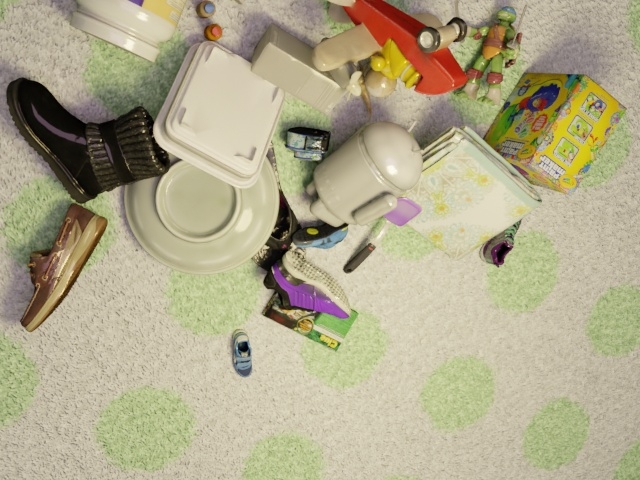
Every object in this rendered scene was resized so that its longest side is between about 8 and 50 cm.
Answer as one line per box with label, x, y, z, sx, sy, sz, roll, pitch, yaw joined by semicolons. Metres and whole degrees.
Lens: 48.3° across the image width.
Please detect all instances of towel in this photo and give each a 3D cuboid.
towel;0.386;-0.128;2.006;0.374;0.090;0.320;36;127;-26

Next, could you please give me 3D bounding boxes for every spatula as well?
spatula;0.163;-0.009;2.031;0.084;0.030;0.296;33;111;-23

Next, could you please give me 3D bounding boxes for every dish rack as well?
dish rack;-0.230;-0.324;1.763;0.285;0.072;0.333;27;62;-21

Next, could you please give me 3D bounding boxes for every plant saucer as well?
plant saucer;-0.304;-0.104;1.810;0.400;0.100;0.401;0;96;-3

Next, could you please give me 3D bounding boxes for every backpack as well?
backpack;-0.037;-0.258;1.906;0.114;0.105;0.084;10;104;4

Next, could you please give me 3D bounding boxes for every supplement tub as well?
supplement tub;-0.414;-0.602;1.627;0.241;0.241;0.331;21;96;-21

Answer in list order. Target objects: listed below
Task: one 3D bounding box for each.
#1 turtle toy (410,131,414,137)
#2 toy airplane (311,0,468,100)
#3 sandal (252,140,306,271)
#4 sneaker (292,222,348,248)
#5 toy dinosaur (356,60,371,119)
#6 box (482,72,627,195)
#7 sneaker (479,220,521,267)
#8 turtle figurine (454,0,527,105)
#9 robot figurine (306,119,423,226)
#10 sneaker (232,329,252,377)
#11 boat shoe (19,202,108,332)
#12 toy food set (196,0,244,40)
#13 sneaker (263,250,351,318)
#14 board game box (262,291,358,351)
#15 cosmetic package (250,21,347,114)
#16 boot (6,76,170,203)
turtle toy;0.221;-0.249;2.013;0.095;0.066;0.130;18;98;-21
toy airplane;0.156;-0.497;1.815;0.386;0.384;0.272;7;132;-10
sandal;-0.152;-0.092;1.913;0.167;0.107;0.446;-22;110;-10
sneaker;0.000;0.000;1.969;0.209;0.069;0.082;-20;135;-46
toy dinosaur;0.119;-0.428;1.953;0.092;0.053;0.183;-29;104;7
box;0.639;-0.306;2.010;0.177;0.290;0.279;30;93;-22
sneaker;0.575;-0.020;2.167;0.083;0.098;0.224;24;96;-21
turtle figurine;0.441;-0.517;1.950;0.197;0.274;0.266;16;105;14
robot figurine;0.123;-0.176;1.880;0.353;0.300;0.199;-35;140;29
sneaker;-0.220;0.328;2.026;0.053;0.059;0.144;-12;108;-17
boat shoe;-0.672;0.064;1.793;0.123;0.123;0.342;31;93;-8
toy food set;-0.236;-0.612;1.754;0.111;0.104;0.232;32;93;-22
sneaker;-0.044;0.150;1.993;0.146;0.102;0.293;-40;124;18
board game box;-0.027;0.213;2.075;0.259;0.030;0.136;30;91;-22
cosmetic package;-0.054;-0.439;1.832;0.238;0.127;0.107;28;125;-25
boot;-0.539;-0.268;1.690;0.260;0.131;0.348;-20;122;17
